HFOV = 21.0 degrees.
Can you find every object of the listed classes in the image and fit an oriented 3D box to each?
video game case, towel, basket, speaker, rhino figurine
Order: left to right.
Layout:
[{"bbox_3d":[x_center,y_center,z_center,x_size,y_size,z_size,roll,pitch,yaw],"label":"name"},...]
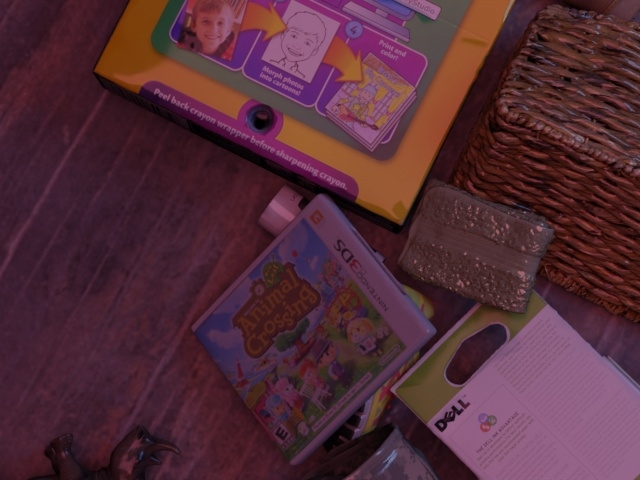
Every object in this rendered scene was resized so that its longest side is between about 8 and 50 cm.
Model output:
[{"bbox_3d":[-0.262,0.260,1.808,0.243,0.073,0.106,-18,82,-2],"label":"rhino figurine"},{"bbox_3d":[-0.012,0.092,1.778,0.212,0.023,0.193,-46,67,19],"label":"video game case"},{"bbox_3d":[0.000,0.000,1.833,0.136,0.055,0.055,37,87,4],"label":"speaker"},{"bbox_3d":[0.158,0.008,1.766,0.148,0.027,0.110,21,101,21],"label":"towel"},{"bbox_3d":[0.308,-0.084,1.816,0.299,0.223,0.213,25,54,3],"label":"basket"}]

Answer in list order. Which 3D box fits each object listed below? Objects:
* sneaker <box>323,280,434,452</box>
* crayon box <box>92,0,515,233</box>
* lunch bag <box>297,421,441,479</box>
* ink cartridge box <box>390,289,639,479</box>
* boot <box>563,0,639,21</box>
[{"bbox_3d":[0.065,0.141,1.811,0.094,0.081,0.208,11,105,-37],"label":"sneaker"},{"bbox_3d":[-0.007,-0.228,1.825,0.363,0.106,0.313,27,85,2],"label":"crayon box"},{"bbox_3d":[0.035,0.349,1.740,0.287,0.169,0.235,-35,95,3],"label":"lunch bag"},{"bbox_3d":[0.228,0.185,1.797,0.189,0.097,0.255,-44,80,-2],"label":"ink cartridge box"},{"bbox_3d":[0.313,-0.373,1.838,0.207,0.090,0.248,39,91,1],"label":"boot"}]
